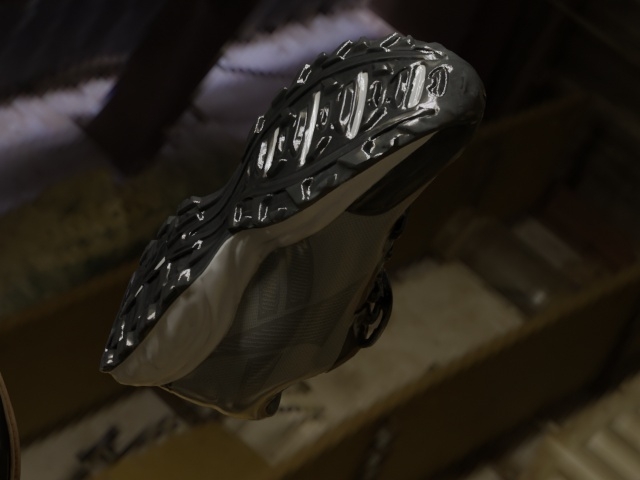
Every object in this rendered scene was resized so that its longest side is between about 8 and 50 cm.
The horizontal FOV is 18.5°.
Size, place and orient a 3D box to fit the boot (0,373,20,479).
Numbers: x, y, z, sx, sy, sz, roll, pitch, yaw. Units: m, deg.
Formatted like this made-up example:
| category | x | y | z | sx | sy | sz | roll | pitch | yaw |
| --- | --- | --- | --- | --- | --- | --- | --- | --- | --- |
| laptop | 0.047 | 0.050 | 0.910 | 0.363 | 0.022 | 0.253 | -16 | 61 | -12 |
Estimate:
| category | x | y | z | sx | sy | sz | roll | pitch | yaw |
| --- | --- | --- | --- | --- | --- | --- | --- | --- | --- |
| boot | -0.136 | 0.079 | 0.687 | 0.077 | 0.198 | 0.137 | -4 | -26 | -15 |

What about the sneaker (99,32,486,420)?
| category | x | y | z | sx | sy | sz | roll | pitch | yaw |
| --- | --- | --- | --- | --- | --- | --- | --- | --- | --- |
| sneaker | 0.000 | 0.000 | 0.933 | 0.271 | 0.108 | 0.100 | -44 | 25 | 45 |
